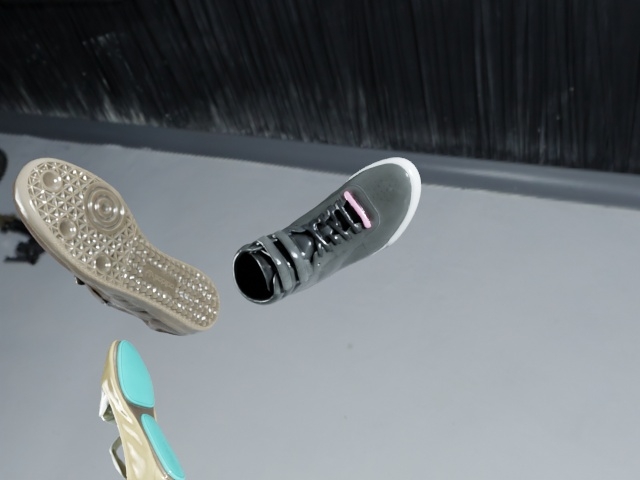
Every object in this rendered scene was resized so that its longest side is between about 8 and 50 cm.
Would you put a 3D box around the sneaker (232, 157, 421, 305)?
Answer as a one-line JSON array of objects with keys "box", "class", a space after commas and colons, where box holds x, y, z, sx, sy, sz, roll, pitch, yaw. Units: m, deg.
[{"box": [0.000, 0.001, 0.937, 0.147, 0.295, 0.105, -22, 77, -54], "class": "sneaker"}]

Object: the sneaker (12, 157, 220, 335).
[{"box": [-0.155, 0.018, 0.512, 0.071, 0.188, 0.066, -12, 48, 32], "class": "sneaker"}]

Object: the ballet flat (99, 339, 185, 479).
[{"box": [-0.244, 0.228, 0.902, 0.073, 0.080, 0.232, -37, 52, 4], "class": "ballet flat"}]
